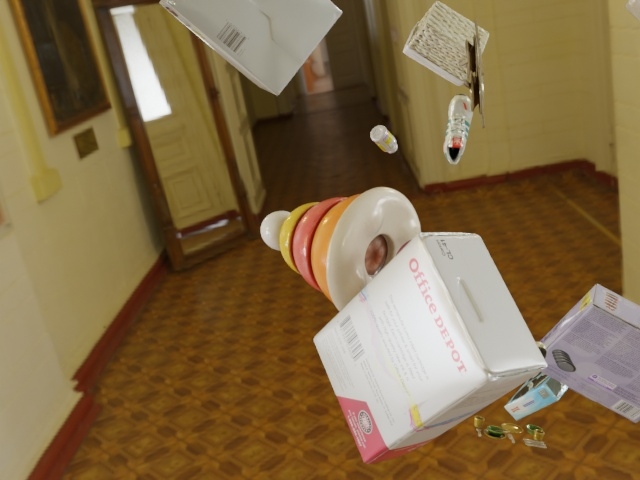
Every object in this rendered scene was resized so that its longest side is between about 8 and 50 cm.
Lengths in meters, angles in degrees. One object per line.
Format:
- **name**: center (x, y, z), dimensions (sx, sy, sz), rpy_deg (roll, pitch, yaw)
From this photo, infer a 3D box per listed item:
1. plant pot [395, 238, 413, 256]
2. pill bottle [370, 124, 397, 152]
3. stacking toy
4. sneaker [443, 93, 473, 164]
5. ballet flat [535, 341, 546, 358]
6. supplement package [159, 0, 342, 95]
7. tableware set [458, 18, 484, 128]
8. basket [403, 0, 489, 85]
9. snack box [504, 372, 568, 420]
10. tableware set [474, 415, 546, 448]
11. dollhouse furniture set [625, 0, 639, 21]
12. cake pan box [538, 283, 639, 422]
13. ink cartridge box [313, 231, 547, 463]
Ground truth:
- **plant pot**: center (0.261, 0.079, 1.622), dimensions (0.201, 0.201, 0.180), rpy_deg (-15, 23, -13)
- **pill bottle**: center (0.158, -0.245, 1.730), dimensions (0.043, 0.043, 0.083), rpy_deg (0, -20, 32)
- **stacking toy**: center (0.000, 0.000, 1.929), dimensions (0.480, 0.350, 0.351), rpy_deg (15, 30, 42)
- **sneaker**: center (0.312, -0.246, 1.593), dimensions (0.057, 0.161, 0.075), rpy_deg (6, 34, 0)
- **ballet flat**: center (0.323, 0.209, 1.205), dimensions (0.057, 0.173, 0.049), rpy_deg (23, 51, -11)
- **supplement package**: center (-0.134, -0.440, 1.336), dimensions (0.204, 0.262, 0.145), rpy_deg (-51, 25, 4)
- **tableware set**: center (0.281, -0.312, 1.322), dimensions (0.039, 0.128, 0.194), rpy_deg (-3, 45, 11)
- **basket**: center (0.300, -0.467, 1.669), dimensions (0.113, 0.167, 0.103), rpy_deg (-65, 7, -33)
- **snack box**: center (0.690, 0.386, 2.067), dimensions (0.322, 0.060, 0.187), rpy_deg (-33, -12, -38)
- **tableware set**: center (0.410, 0.408, 1.532), dimensions (0.154, 0.024, 0.104), rpy_deg (9, 8, 4)
- **dollhouse furniture set**: center (0.404, -0.267, 0.610), dimensions (0.262, 0.259, 0.135), rpy_deg (-28, -18, -25)
- **cake pan box**: center (0.600, 0.235, 1.415), dimensions (0.267, 0.245, 0.070), rpy_deg (28, 49, 5)
- **ink cartridge box**: center (0.145, 0.163, 1.042), dimensions (0.131, 0.226, 0.306), rpy_deg (-1, -33, -38)
